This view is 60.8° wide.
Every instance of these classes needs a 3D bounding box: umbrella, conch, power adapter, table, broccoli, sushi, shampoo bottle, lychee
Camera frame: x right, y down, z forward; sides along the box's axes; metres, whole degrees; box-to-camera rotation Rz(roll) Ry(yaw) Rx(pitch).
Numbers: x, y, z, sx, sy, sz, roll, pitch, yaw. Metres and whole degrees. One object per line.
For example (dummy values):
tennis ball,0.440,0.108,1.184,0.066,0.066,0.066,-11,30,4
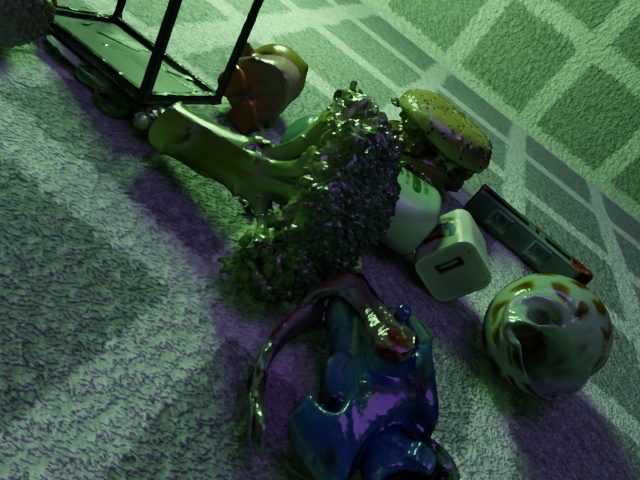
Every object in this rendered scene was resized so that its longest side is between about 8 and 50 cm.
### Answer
umbrella,-0.281,-0.217,0.970,0.067,0.062,0.143,59,27,-4
conch,0.443,0.191,1.058,0.368,0.197,0.249,20,68,-24
power adapter,0.277,0.011,1.161,0.125,0.130,0.205,54,25,-22
table,-0.311,-0.453,0.990,0.335,0.272,0.222,38,28,16
broccoli,-0.046,-0.132,0.887,0.353,0.275,0.397,-12,42,-39
sushi,0.218,-0.127,1.337,0.150,0.090,0.078,41,28,7
shampoo bottle,0.072,-0.124,1.126,0.349,0.151,0.222,32,30,-9
lychee,-0.510,-0.390,0.875,0.165,0.165,0.197,47,-6,14

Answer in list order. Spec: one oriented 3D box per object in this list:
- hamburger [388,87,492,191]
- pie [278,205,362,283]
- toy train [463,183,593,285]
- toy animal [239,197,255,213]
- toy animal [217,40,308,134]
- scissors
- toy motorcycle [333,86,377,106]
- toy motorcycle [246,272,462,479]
hamburger,0.306,-0.288,1.538,0.277,0.195,0.318,20,33,-30
pie,0.002,-0.002,0.990,0.185,0.052,0.218,28,31,-14
toy train,0.590,0.006,1.547,0.409,0.086,0.089,41,32,3
toy animal,-0.120,-0.067,0.970,0.084,0.028,0.050,45,24,13
toy animal,-0.118,-0.362,1.228,0.281,0.169,0.195,-77,154,-61
scissors,-0.409,-0.295,0.971,0.204,0.027,0.101,40,30,0
toy motorcycle,0.084,-0.340,1.484,0.130,0.094,0.229,26,46,-12
toy motorcycle,0.036,0.197,0.699,0.319,0.241,0.182,-87,160,-57
